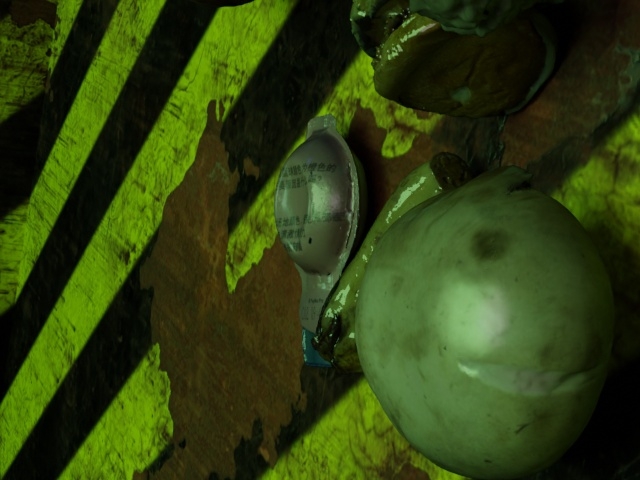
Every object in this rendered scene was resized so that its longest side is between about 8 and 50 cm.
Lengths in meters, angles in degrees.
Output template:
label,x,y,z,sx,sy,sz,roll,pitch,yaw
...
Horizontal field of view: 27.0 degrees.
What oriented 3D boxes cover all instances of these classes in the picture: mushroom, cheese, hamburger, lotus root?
label,x,y,z,sx,sy,sz,roll,pitch,yaw
mushroom,0.137,0.066,1.068,0.255,0.184,0.255,-31,54,58
cheese,0.000,0.000,1.504,0.189,0.074,0.286,168,102,-64
hamburger,0.125,-0.189,1.179,0.185,0.177,0.113,-22,56,14
lotus root,0.080,0.032,1.308,0.258,0.097,0.110,-59,42,30

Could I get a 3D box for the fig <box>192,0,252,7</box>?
label,x,y,z,sx,sy,sz,roll,pitch,yaw
fig,-0.068,-0.435,1.579,0.369,0.286,0.286,-5,80,41

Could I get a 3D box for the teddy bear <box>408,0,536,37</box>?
label,x,y,z,sx,sy,sz,roll,pitch,yaw
teddy bear,0.213,-0.356,0.968,0.367,0.224,0.357,-15,79,57
